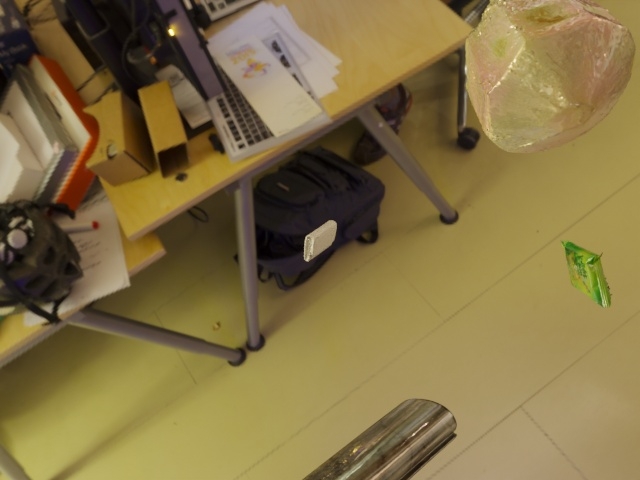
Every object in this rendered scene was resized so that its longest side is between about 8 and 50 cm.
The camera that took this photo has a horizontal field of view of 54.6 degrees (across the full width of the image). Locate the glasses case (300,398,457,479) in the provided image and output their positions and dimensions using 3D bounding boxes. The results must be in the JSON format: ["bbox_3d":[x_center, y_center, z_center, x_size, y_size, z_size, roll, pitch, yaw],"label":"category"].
[{"bbox_3d":[0.033,0.286,0.735,0.299,0.114,0.060,-25,94,-37],"label":"glasses case"}]

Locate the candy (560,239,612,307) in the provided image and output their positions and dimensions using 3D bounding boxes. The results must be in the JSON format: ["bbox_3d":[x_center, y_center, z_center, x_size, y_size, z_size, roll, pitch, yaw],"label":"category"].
[{"bbox_3d":[0.491,0.059,1.155,0.032,0.178,0.102,-12,97,7],"label":"candy"}]

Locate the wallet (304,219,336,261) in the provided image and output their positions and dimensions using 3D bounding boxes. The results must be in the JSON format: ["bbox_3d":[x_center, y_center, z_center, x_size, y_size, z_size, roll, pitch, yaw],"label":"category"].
[{"bbox_3d":[0.000,0.000,1.335,0.025,0.061,0.122,18,24,19],"label":"wallet"}]

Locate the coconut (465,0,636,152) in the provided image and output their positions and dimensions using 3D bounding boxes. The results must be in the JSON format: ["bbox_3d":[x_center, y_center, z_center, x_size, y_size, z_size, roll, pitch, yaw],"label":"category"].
[{"bbox_3d":[0.329,-0.253,0.925,0.233,0.233,0.245,-15,40,5],"label":"coconut"}]
